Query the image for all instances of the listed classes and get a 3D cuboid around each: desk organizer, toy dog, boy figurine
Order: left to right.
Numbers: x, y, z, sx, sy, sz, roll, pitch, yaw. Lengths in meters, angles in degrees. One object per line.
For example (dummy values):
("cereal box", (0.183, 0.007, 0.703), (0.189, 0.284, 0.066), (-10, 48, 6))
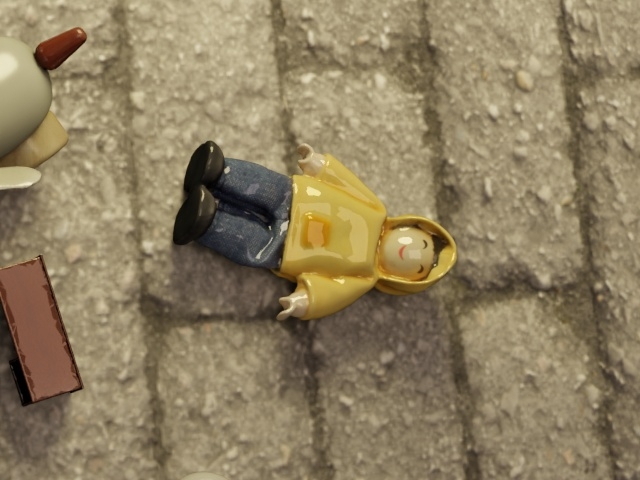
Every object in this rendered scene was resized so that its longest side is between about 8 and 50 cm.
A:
("toy dog", (-0.300, -0.106, 1.688), (0.220, 0.161, 0.333), (44, 30, -28))
("desk organizer", (-0.265, 0.084, 1.795), (0.050, 0.047, 0.130), (-17, 88, -23))
("boy figurine", (0.000, 0.000, 1.907), (0.285, 0.092, 0.177), (19, 71, -17))

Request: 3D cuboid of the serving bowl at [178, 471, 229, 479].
("serving bowl", (-0.106, 0.259, 1.845), (0.083, 0.027, 0.083), (4, 78, -22))
